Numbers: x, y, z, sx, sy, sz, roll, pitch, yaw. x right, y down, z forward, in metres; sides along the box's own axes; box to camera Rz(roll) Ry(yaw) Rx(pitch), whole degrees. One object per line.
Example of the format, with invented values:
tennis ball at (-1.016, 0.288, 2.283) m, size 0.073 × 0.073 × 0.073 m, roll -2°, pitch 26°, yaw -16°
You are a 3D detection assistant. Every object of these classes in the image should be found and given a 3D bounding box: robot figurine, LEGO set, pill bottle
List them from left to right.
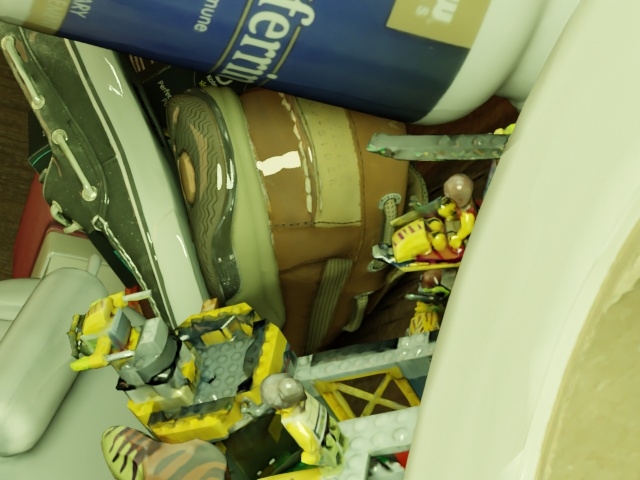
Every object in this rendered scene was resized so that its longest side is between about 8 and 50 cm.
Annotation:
robot figurine at (-0.177, 0.157, 0.974) m, size 0.353 × 0.199 × 0.300 m, roll -71°, pitch 4°, yaw -54°
LEGO set at (-0.010, 0.084, 0.520) m, size 0.255 × 0.192 × 0.331 m, roll -7°, pitch 43°, yaw 30°
pill bottle at (0.008, -0.132, 0.709) m, size 0.153 × 0.264 × 0.153 m, roll -168°, pitch 90°, yaw -76°

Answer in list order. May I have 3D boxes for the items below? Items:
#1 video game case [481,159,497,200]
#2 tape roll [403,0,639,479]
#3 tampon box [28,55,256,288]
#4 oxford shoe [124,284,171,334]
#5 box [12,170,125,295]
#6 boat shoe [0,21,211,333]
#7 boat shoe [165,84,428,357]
video game case at (0.083, 0.014, 0.793) m, size 0.087 × 0.011 × 0.122 m, roll -156°, pitch 80°, yaw -75°
tape roll at (0.128, 0.060, 0.273) m, size 0.246 × 0.169 × 0.246 m, roll -167°, pitch 90°, yaw -76°
tampon box at (-0.100, -0.070, 1.195) m, size 0.161 × 0.120 × 0.101 m, roll -33°, pitch 24°, yaw 4°
oxford shoe at (-0.066, 0.061, 1.191) m, size 0.098 × 0.097 × 0.271 m, roll -47°, pitch 35°, yaw 28°
box at (-0.171, 0.025, 1.456) m, size 0.232 × 0.148 × 0.127 m, roll -107°, pitch 34°, yaw -61°
boat shoe at (-0.118, -0.035, 0.983) m, size 0.078 × 0.070 × 0.219 m, roll 46°, pitch -159°, yaw -79°
boat shoe at (0.000, 0.000, 0.915) m, size 0.324 × 0.120 × 0.122 m, roll 84°, pitch 172°, yaw -78°
